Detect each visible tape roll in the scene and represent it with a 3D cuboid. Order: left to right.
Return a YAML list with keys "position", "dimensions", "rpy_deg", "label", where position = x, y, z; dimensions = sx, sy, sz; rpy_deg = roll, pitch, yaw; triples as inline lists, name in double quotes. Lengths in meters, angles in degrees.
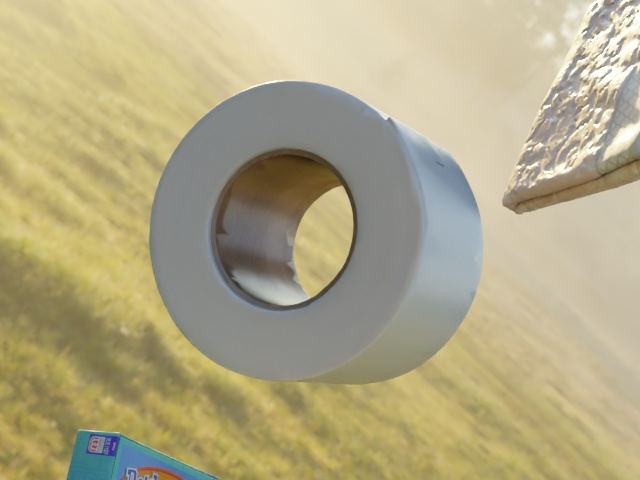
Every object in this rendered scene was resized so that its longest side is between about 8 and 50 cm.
- position: [0.000, 0.000, 1.209]
  dimensions: [0.246, 0.246, 0.169]
  rpy_deg: [44, 10, 21]
  label: "tape roll"

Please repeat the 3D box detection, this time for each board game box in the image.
- position: [-0.161, 0.278, 1.171]
  dimensions: [0.047, 0.210, 0.160]
  rpy_deg: [1, -22, 29]
  label: "board game box"

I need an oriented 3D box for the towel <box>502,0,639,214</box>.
- position: [0.377, -0.200, 1.796]
  dimensions: [0.053, 0.332, 0.317]
  rpy_deg: [33, -20, -16]
  label: "towel"
